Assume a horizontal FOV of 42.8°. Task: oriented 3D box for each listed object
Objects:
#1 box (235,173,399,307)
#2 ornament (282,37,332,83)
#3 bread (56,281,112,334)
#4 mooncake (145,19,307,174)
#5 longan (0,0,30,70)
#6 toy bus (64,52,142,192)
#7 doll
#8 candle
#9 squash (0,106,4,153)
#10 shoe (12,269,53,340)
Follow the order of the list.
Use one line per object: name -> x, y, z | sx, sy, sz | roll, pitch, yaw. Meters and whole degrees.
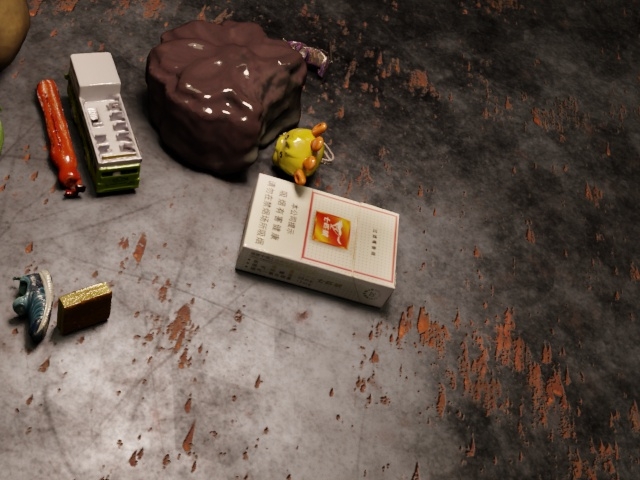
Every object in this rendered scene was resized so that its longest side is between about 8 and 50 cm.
box -> 0.000, 0.000, 1.758 | 0.330, 0.095, 0.210 | 17, 50, -10
ornament -> -0.071, -0.488, 2.114 | 0.203, 0.088, 0.081 | 14, 49, -8
bread -> -0.433, 0.125, 1.496 | 0.094, 0.090, 0.035 | -20, 58, -31
mooncake -> -0.222, -0.351, 1.881 | 0.350, 0.212, 0.381 | 20, 47, 3
longan -> -0.770, -0.491, 1.736 | 0.297, 0.297, 0.297 | 10, 51, -13
toy bus -> -0.463, -0.254, 1.746 | 0.113, 0.139, 0.302 | -10, 60, -25
doll -> -0.037, -0.187, 1.799 | 0.135, 0.221, 0.143 | 23, 87, -16
candle -> -0.563, -0.228, 1.751 | 0.051, 0.048, 0.329 | 1, 52, -37
squash -> -0.691, -0.134, 1.591 | 0.107, 0.107, 0.395 | 11, 50, -13
shoe -> -0.523, 0.117, 1.487 | 0.071, 0.064, 0.143 | 0, 51, -22
